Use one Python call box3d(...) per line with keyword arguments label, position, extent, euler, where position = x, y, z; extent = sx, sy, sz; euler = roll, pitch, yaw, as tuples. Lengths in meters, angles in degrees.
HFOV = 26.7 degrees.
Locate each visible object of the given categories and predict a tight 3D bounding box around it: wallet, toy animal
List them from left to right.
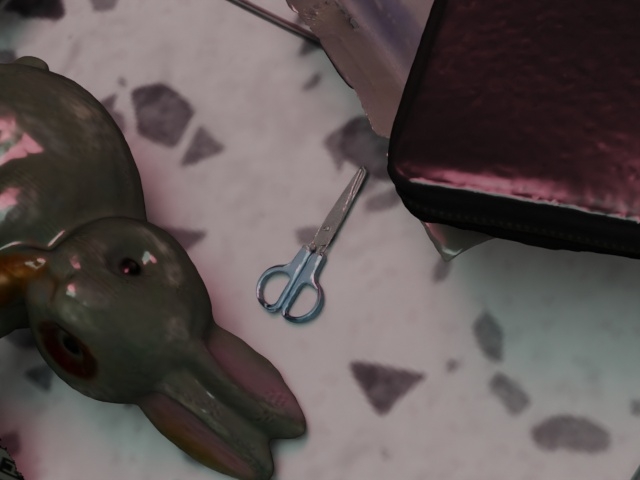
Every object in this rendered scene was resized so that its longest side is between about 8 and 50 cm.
box3d(label="toy animal", position=(-0.107, 0.008, 0.618), extent=(0.236, 0.108, 0.138), euler=(31, 82, 28))
box3d(label="wallet", position=(0.122, -0.104, 0.551), extent=(0.149, 0.044, 0.250), euler=(10, 62, 15))

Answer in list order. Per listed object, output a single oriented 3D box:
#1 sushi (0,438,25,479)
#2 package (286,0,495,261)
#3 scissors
box3d(label="sushi", position=(-0.202, 0.070, 0.635), extent=(0.120, 0.126, 0.026), euler=(1, 42, 20))
box3d(label="package", position=(0.119, -0.120, 0.618), extent=(0.251, 0.062, 0.204), euler=(-27, 61, -6))
box3d(label="scissors", position=(0.000, 0.000, 0.638), extent=(0.036, 0.006, 0.083), euler=(25, 80, 30))
